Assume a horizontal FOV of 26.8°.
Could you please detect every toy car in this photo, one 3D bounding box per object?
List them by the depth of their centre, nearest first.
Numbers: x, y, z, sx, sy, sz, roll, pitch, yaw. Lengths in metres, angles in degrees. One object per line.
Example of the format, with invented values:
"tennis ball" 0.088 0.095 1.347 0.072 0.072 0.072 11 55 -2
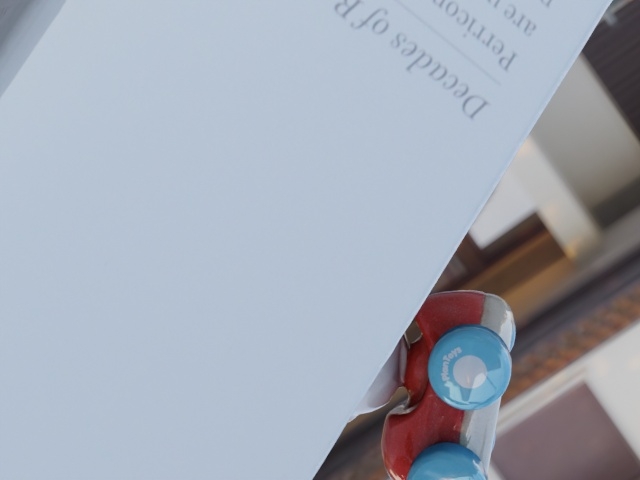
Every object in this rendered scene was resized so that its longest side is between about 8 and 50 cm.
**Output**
"toy car" 0.055 0.136 1.271 0.219 0.237 0.210 -35 135 -78

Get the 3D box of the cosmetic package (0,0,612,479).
"cosmetic package" -0.036 -0.077 0.502 0.453 0.161 0.230 -57 -159 -6
